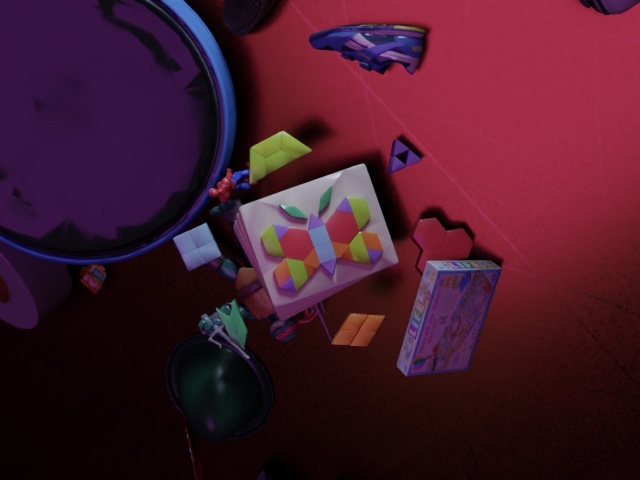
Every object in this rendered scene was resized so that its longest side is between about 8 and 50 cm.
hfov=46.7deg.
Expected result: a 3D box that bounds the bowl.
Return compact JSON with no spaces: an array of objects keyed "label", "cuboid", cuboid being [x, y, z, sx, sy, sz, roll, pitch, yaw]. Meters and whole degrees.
[{"label":"bowl","cuboid":[-0.300,-0.154,0.932,0.390,0.077,0.391,-3,106,-9]}]

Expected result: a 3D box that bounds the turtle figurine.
[{"label":"turtle figurine","cuboid":[-0.091,0.066,1.007,0.175,0.118,0.234,-36,84,5]}]

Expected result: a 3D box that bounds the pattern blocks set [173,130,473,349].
[{"label":"pattern blocks set","cuboid":[0.000,0.000,0.921,0.324,0.026,0.285,-35,96,-5]}]

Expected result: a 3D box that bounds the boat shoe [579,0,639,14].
[{"label":"boat shoe","cuboid":[0.211,-0.367,0.777,0.119,0.121,0.335,-32,85,32]}]

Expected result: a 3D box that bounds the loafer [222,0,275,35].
[{"label":"loafer","cuboid":[-0.072,-0.315,0.911,0.056,0.050,0.148,45,131,3]}]

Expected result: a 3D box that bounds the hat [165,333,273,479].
[{"label":"hat","cuboid":[-0.173,0.261,1.064,0.208,0.183,0.173,46,115,-1]}]

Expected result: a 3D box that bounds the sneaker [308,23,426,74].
[{"label":"sneaker","cuboid":[0.054,-0.231,0.895,0.144,0.053,0.059,6,112,17]}]

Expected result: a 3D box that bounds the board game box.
[{"label":"board game box","cuboid":[0.165,0.099,0.952,0.103,0.026,0.154,0,115,-30]}]

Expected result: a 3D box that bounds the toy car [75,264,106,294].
[{"label":"toy car","cuboid":[-0.371,0.027,1.122,0.040,0.060,0.122,-45,99,-6]}]

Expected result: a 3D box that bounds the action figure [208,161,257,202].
[{"label":"action figure","cuboid":[-0.116,-0.074,0.968,0.030,0.115,0.038,18,112,12]}]

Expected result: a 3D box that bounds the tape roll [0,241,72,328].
[{"label":"tape roll","cuboid":[-0.474,0.027,1.095,0.219,0.072,0.219,24,139,23]}]

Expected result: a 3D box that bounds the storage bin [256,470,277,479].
[{"label":"storage bin","cuboid":[-0.068,0.430,1.148,0.091,0.098,0.135,17,115,-19]}]
